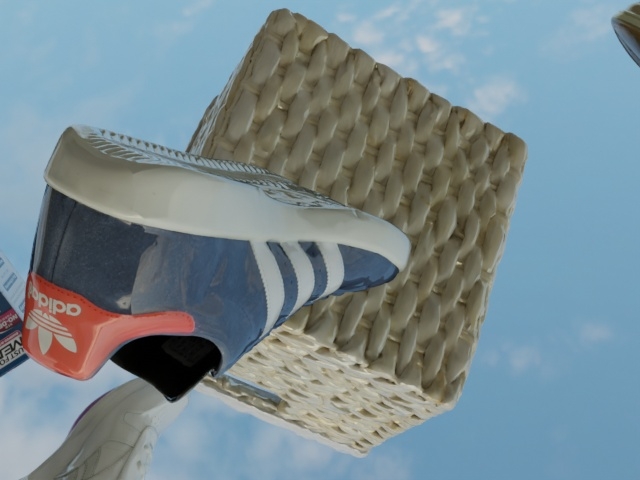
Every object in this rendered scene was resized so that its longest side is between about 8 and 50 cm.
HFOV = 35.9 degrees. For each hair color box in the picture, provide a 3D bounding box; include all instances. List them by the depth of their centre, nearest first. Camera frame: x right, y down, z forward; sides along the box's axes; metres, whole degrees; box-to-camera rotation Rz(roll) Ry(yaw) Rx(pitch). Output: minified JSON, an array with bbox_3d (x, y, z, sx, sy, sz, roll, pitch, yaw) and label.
[{"bbox_3d":[-0.596,0.050,1.651,0.105,0.347,0.174,-33,-167,-1],"label":"hair color box"}]

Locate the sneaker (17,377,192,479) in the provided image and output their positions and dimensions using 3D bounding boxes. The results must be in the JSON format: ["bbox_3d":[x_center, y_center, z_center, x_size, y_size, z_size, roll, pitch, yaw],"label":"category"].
[{"bbox_3d":[-0.226,0.265,1.024,0.152,0.114,0.305,36,-122,15],"label":"sneaker"}]

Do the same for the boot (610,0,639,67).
[{"bbox_3d":[0.322,-0.164,0.676,0.165,0.077,0.213,-51,-140,0],"label":"boot"}]

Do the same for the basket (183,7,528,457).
[{"bbox_3d":[0.000,0.000,1.017,0.328,0.266,0.331,27,-117,-11],"label":"basket"}]

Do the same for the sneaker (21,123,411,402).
[{"bbox_3d":[-0.060,0.027,0.652,0.131,0.350,0.148,24,-83,32],"label":"sneaker"}]
